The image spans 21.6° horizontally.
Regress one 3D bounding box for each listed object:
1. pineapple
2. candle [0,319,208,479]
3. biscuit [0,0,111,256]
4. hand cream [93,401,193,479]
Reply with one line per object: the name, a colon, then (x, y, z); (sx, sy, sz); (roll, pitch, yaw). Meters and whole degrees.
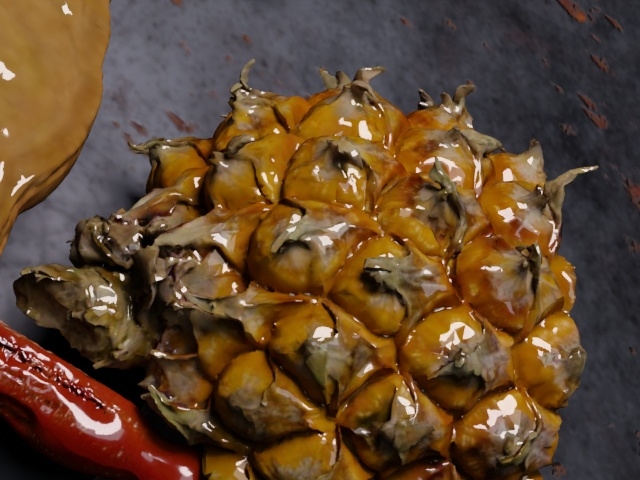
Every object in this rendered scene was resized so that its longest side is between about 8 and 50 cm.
pineapple: (-0.003, -0.001, 0.938); (0.286, 0.209, 0.344); (14, 39, -35)
candle: (-0.181, 0.067, 0.915); (0.329, 0.048, 0.051); (33, 12, -6)
biscuit: (-0.269, -0.118, 0.924); (0.312, 0.057, 0.351); (36, 51, -2)
hand cream: (-0.104, 0.156, 0.961); (0.084, 0.053, 0.142); (50, 39, -4)
